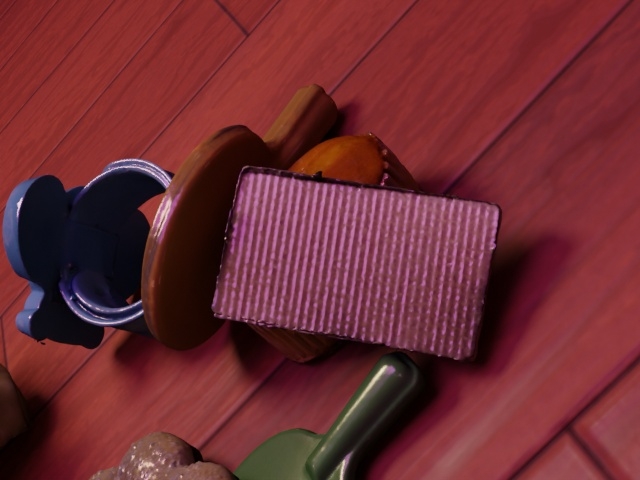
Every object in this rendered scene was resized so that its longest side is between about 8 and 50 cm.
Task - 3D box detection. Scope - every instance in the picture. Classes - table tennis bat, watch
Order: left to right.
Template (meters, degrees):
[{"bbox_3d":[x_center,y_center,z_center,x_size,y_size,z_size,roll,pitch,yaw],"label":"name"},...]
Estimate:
[{"bbox_3d":[-0.192,0.020,0.967,0.193,0.211,0.211,1,60,28],"label":"watch"},{"bbox_3d":[-0.068,-0.037,0.882,0.050,0.198,0.321,17,50,20],"label":"table tennis bat"},{"bbox_3d":[-0.009,0.189,0.720,0.257,0.039,0.160,-53,35,9],"label":"table tennis bat"}]

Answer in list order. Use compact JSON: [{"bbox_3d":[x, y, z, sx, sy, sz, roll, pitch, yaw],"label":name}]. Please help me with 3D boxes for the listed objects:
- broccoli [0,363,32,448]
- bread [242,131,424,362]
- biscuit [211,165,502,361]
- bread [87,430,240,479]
[{"bbox_3d":[-0.482,0.195,1.029,0.272,0.324,0.334,-44,5,-19],"label":"broccoli"},{"bbox_3d":[0.000,0.000,0.806,0.190,0.114,0.132,-45,34,2],"label":"bread"},{"bbox_3d":[0.026,0.015,0.709,0.199,0.040,0.121,10,87,11],"label":"biscuit"},{"bbox_3d":[-0.153,0.258,0.786,0.286,0.056,0.207,-21,51,42],"label":"bread"}]
